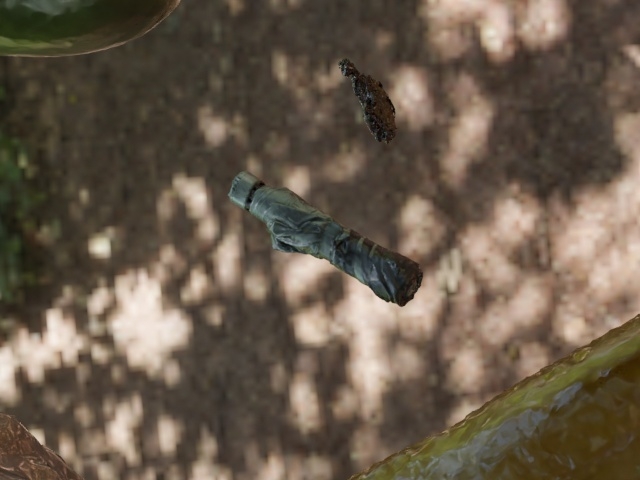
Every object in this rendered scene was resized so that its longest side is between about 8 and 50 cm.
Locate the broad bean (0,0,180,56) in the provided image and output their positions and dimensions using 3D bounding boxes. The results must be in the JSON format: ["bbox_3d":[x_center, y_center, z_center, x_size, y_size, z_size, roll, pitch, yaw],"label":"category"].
[{"bbox_3d":[-0.216,-0.175,1.155,0.189,0.263,0.121,122,143,-64],"label":"broad bean"}]

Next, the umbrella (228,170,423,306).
[{"bbox_3d":[0.000,0.000,1.601,0.188,0.046,0.050,30,83,20],"label":"umbrella"}]

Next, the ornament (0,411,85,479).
[{"bbox_3d":[-0.181,0.171,0.658,0.225,0.259,0.259,-61,6,-33],"label":"ornament"}]

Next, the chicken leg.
[{"bbox_3d":[0.043,-0.122,1.630,0.021,0.036,0.083,-21,99,41],"label":"chicken leg"}]

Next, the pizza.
[{"bbox_3d":[0.136,0.064,0.768,0.074,0.365,0.182,59,169,11],"label":"pizza"}]
